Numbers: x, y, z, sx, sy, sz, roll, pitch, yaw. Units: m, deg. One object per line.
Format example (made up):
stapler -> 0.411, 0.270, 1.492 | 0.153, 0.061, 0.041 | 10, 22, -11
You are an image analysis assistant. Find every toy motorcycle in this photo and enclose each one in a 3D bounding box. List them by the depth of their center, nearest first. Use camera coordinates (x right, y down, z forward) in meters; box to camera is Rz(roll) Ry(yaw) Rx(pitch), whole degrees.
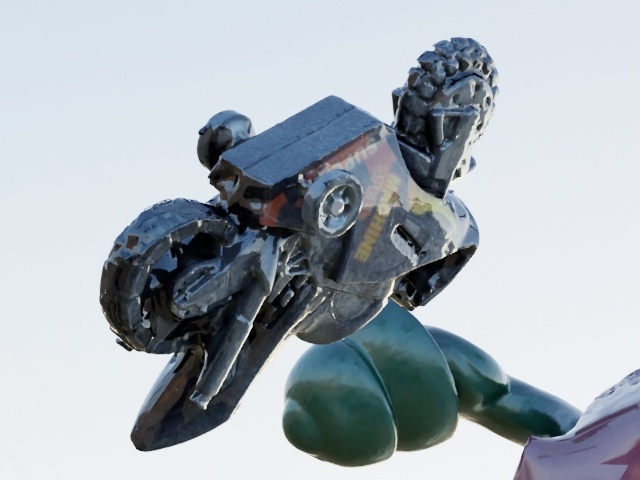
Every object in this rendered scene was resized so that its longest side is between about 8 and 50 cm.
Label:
toy motorcycle -> 0.000, 0.000, 0.973 | 0.108, 0.307, 0.173 | 33, -35, 40

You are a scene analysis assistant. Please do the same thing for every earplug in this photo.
earplug -> 0.101, 0.165, 1.570 | 0.257, 0.280, 0.164 | 61, -24, 21

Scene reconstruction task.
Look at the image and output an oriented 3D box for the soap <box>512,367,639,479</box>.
soap -> 0.222, 0.209, 0.756 | 0.325, 0.220, 0.127 | 29, 16, 11
